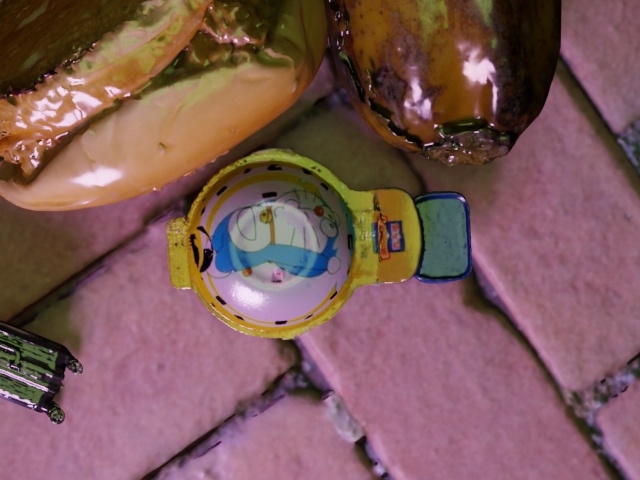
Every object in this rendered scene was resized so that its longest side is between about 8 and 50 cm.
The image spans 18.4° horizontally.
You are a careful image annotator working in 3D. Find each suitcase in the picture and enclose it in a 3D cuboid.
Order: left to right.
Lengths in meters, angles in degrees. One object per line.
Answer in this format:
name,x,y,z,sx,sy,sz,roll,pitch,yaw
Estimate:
suitcase,-0.253,0.094,1.551,0.126,0.086,0.059,22,84,-9

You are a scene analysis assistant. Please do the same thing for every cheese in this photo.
cheese,0.000,0.000,1.606,0.250,0.064,0.156,-5,91,-7

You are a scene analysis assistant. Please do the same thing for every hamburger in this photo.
hamburger,-0.138,-0.141,1.469,0.284,0.304,0.174,-31,104,0

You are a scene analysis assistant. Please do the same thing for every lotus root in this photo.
lotus root,0.090,-0.256,1.566,0.196,0.179,0.397,-5,91,-12
